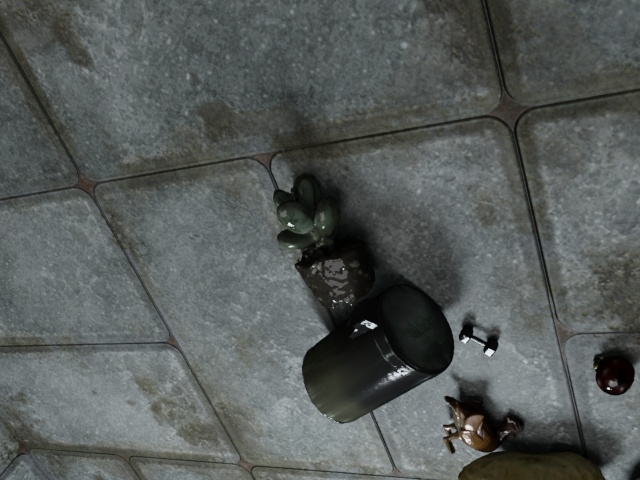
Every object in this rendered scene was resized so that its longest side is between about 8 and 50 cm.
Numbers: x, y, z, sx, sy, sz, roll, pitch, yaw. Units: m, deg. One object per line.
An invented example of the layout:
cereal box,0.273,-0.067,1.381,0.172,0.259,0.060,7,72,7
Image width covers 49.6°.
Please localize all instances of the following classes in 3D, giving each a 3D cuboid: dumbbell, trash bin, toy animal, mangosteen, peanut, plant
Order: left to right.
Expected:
plant,0.001,0.000,1.405,0.149,0.146,0.274,-24,112,15
trash bin,0.112,0.251,1.499,0.252,0.203,0.301,23,137,-25
toy animal,0.363,0.416,1.595,0.179,0.089,0.188,-24,113,19
dumbbell,0.336,0.213,1.476,0.083,0.036,0.040,27,131,4
peanut,0.480,0.557,1.586,0.325,0.153,0.140,-4,113,14
mangosteen,0.583,0.268,1.377,0.081,0.081,0.081,12,129,16

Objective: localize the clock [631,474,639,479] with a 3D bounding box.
clock,0.767,0.649,1.462,0.325,0.067,0.325,0,89,48
